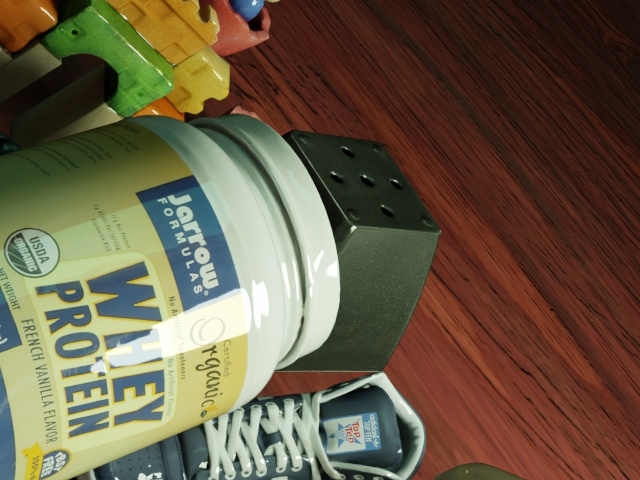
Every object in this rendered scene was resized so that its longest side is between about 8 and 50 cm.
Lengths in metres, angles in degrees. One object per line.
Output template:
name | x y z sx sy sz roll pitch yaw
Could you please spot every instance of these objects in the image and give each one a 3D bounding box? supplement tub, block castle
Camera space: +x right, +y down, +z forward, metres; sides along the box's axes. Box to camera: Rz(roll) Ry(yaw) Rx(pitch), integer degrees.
supplement tub | -0.167 0.041 1.079 0.316 0.228 0.228 -20 60 -31
block castle | -0.204 -0.231 1.313 0.453 0.213 0.303 44 27 -40

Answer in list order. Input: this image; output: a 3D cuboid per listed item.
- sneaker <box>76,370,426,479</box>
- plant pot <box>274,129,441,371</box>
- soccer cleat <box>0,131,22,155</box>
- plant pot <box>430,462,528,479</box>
sneaker | -0.041 0.159 1.189 0.282 0.153 0.099 6 70 -44
plant pot | 0.000 0.000 1.460 0.187 0.167 0.188 5 42 -44
soccer cleat | -0.215 0.035 1.256 0.318 0.116 0.108 46 63 -13
plant pot | 0.161 0.297 1.183 0.263 0.263 0.229 2 26 -46
